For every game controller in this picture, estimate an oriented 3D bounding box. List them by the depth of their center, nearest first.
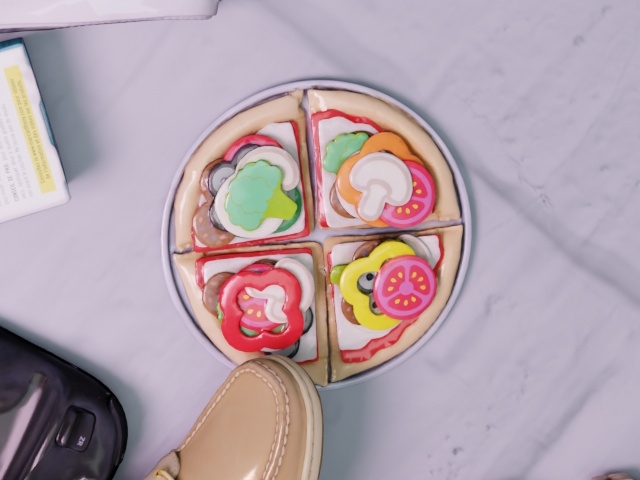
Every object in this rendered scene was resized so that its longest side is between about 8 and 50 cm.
[{"bbox_3d":[-0.255,0.203,1.144,0.166,0.067,0.319,30,94,0],"label":"game controller"}]

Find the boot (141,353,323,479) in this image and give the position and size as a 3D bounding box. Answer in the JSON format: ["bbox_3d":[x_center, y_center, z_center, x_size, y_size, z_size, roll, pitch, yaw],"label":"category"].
[{"bbox_3d":[-0.124,0.176,1.083,0.203,0.095,0.262,16,109,-46],"label":"boot"}]

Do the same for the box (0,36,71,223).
[{"bbox_3d":[-0.279,-0.038,1.084,0.244,0.060,0.100,-17,103,-7],"label":"box"}]

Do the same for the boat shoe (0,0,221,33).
[{"bbox_3d":[-0.222,-0.176,1.053,0.335,0.121,0.119,-5,94,-20],"label":"boat shoe"}]

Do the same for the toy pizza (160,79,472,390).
[{"bbox_3d":[0.000,0.000,1.156,0.201,0.032,0.201,-2,101,-10],"label":"toy pizza"}]

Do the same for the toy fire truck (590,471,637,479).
[{"bbox_3d":[0.189,0.204,1.221,0.192,0.047,0.135,35,93,-13],"label":"toy fire truck"}]
